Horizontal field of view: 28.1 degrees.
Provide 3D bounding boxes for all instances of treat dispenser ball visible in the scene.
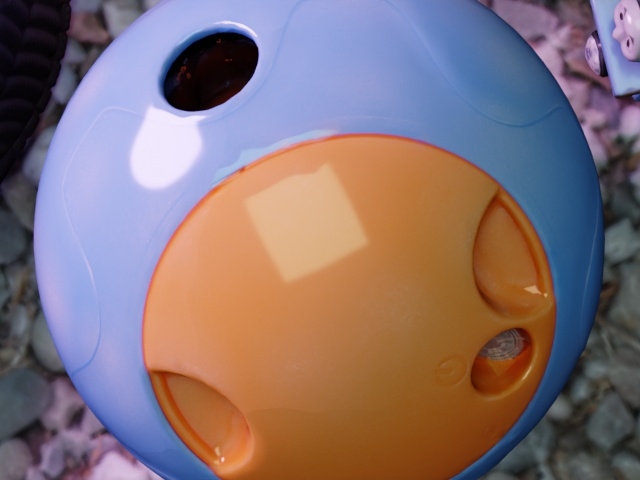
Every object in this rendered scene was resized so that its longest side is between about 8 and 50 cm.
[{"bbox_3d":[0.000,0.000,0.657,0.288,0.288,0.288,-1,84,8],"label":"treat dispenser ball"}]

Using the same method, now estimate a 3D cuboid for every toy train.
[{"bbox_3d":[0.244,-0.132,0.727,0.184,0.105,0.080,-12,83,6],"label":"toy train"}]

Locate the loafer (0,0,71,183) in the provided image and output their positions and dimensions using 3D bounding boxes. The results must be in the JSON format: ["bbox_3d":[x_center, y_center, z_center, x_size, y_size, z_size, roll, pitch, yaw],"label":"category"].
[{"bbox_3d":[-0.267,-0.059,0.775,0.130,0.134,0.366,22,88,9],"label":"loafer"}]
